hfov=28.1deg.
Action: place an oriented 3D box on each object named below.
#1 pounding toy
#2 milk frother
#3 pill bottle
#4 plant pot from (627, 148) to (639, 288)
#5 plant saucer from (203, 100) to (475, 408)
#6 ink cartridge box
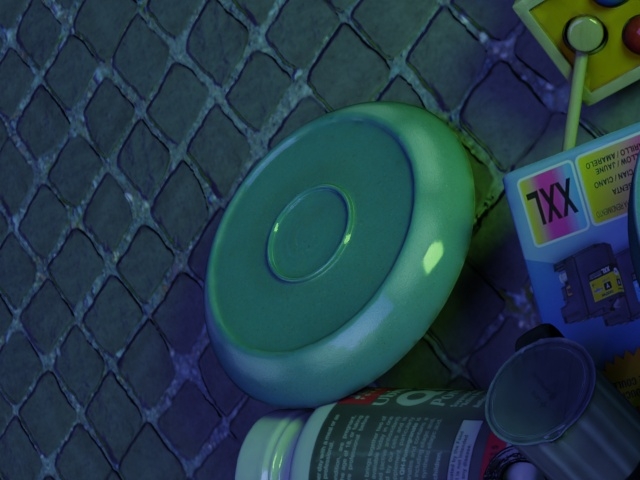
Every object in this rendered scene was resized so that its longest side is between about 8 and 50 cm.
[{"bbox_3d":[0.228,-0.169,1.043,0.141,0.100,0.130,-29,111,34],"label":"pounding toy"},{"bbox_3d":[0.154,0.147,0.895,0.143,0.135,0.129,-43,32,5],"label":"milk frother"},{"bbox_3d":[0.085,0.217,1.120,0.318,0.176,0.176,-4,87,38],"label":"pill bottle"},{"bbox_3d":[0.296,-0.012,0.732,0.272,0.255,0.271,-2,86,27],"label":"plant pot"},{"bbox_3d":[0.000,0.000,1.194,0.317,0.044,0.317,-23,50,31],"label":"plant saucer"},{"bbox_3d":[0.326,0.096,0.956,0.270,0.151,0.395,-23,77,36],"label":"ink cartridge box"}]
